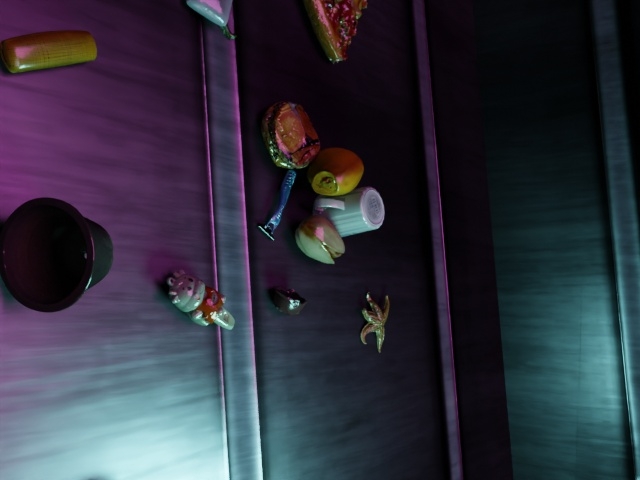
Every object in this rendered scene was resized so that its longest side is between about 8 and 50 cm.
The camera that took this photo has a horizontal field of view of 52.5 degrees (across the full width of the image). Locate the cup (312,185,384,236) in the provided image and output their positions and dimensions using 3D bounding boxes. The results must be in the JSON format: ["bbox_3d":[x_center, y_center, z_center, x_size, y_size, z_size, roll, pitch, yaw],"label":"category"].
[{"bbox_3d":[0.086,-0.090,2.213,0.221,0.202,0.166,-28,105,-51],"label":"cup"}]

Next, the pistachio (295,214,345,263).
[{"bbox_3d":[0.000,0.000,2.139,0.215,0.144,0.144,37,56,-42],"label":"pistachio"}]

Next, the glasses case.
[{"bbox_3d":[-0.603,-0.429,1.454,0.234,0.064,0.079,-33,118,-51],"label":"glasses case"}]

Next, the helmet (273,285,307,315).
[{"bbox_3d":[-0.104,0.193,2.014,0.123,0.098,0.070,14,104,-48],"label":"helmet"}]

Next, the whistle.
[{"bbox_3d":[-0.315,0.166,1.720,0.253,0.106,0.101,46,67,-39],"label":"whistle"}]

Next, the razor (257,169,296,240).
[{"bbox_3d":[-0.126,-0.123,2.067,0.082,0.042,0.253,47,49,-37],"label":"razor"}]

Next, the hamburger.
[{"bbox_3d":[-0.102,-0.335,2.082,0.231,0.107,0.231,9,78,-49],"label":"hamburger"}]

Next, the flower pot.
[{"bbox_3d":[-0.538,0.030,1.373,0.148,0.235,0.235,0,84,-74],"label":"flower pot"}]

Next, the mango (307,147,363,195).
[{"bbox_3d":[0.050,-0.224,2.129,0.359,0.187,0.144,-111,-173,-73],"label":"mango"}]

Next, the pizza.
[{"bbox_3d":[0.073,-0.905,2.389,0.406,0.130,0.439,-40,117,-46],"label":"pizza"}]

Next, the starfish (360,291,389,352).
[{"bbox_3d":[0.214,0.307,2.447,0.213,0.057,0.238,-35,112,-42],"label":"starfish"}]

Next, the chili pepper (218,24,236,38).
[{"bbox_3d":[-0.285,-0.665,1.944,0.055,0.035,0.118,-16,94,-37],"label":"chili pepper"}]

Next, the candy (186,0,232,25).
[{"bbox_3d":[-0.313,-0.724,1.880,0.138,0.071,0.174,25,64,-36],"label":"candy"}]
